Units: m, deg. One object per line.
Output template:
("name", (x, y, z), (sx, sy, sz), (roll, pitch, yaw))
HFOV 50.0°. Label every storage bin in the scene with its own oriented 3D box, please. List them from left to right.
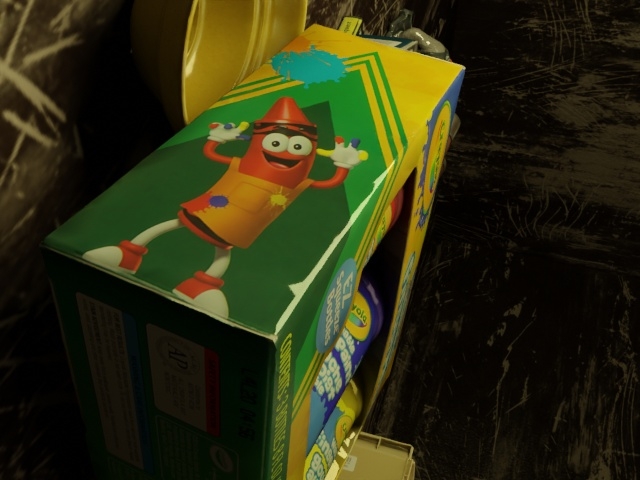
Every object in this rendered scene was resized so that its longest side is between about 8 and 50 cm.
("storage bin", (0.020, 0.481, 1.259), (0.260, 0.262, 0.123), (-63, 158, -44))

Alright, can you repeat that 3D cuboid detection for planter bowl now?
("planter bowl", (-0.094, -0.174, 0.574), (0.217, 0.090, 0.217), (19, 90, -75))

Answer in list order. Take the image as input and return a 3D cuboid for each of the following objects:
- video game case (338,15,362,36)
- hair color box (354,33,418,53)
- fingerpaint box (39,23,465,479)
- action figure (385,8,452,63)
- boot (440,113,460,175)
("video game case", (0.024, -0.190, 1.161), (0.275, 0.035, 0.248), (84, 23, -54))
("hair color box", (0.068, -0.127, 1.064), (0.174, 0.105, 0.347), (-46, 143, -58))
("fingerpaint box", (-0.031, 0.089, 0.634), (0.371, 0.163, 0.445), (-53, 158, -46))
("action figure", (0.199, -0.303, 1.479), (0.330, 0.178, 0.341), (-44, 142, -49))
("boot", (0.165, -0.090, 1.356), (0.280, 0.096, 0.264), (-55, 179, -23))
